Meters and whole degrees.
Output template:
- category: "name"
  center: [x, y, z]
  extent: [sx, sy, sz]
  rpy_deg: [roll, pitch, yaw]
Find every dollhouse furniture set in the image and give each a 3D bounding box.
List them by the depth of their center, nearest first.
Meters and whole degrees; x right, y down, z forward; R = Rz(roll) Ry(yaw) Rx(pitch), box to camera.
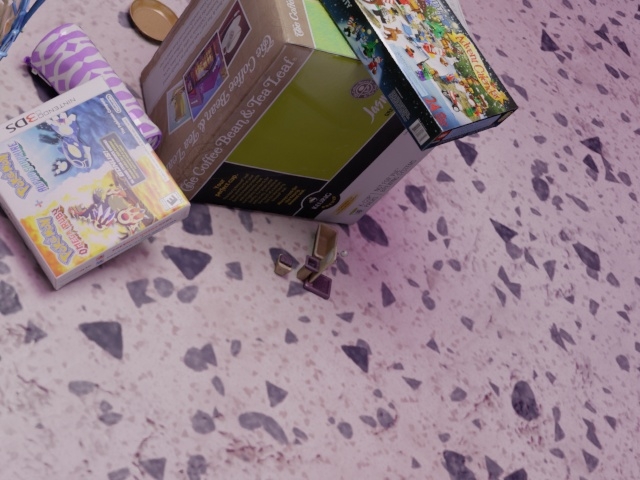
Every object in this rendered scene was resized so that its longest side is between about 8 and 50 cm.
- category: "dollhouse furniture set"
  center: [0.000, 0.000, 1.590]
  extent: [0.091, 0.081, 0.114]
  rpy_deg: [28, 44, -19]

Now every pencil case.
- category: "pencil case"
  center: [-0.293, -0.184, 1.506]
  extent: [0.088, 0.086, 0.206]
  rpy_deg: [-37, 80, -14]

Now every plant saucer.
- category: "plant saucer"
  center: [-0.242, -0.318, 1.704]
  extent: [0.083, 0.015, 0.083]
  rpy_deg: [22, 45, -24]

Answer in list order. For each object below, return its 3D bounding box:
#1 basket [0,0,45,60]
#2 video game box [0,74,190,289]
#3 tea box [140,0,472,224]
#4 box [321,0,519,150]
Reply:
- category: "basket"
  center: [-0.445, -0.303, 1.319]
  extent: [0.255, 0.289, 0.201]
  rpy_deg: [28, 52, -25]
- category: "video game box"
  center: [-0.288, -0.073, 1.393]
  extent: [0.187, 0.048, 0.205]
  rpy_deg: [-32, 78, -20]
- category: "tea box"
  center: [-0.018, -0.209, 1.558]
  extent: [0.323, 0.329, 0.220]
  rpy_deg: [8, 54, -35]
- category: "box"
  center: [0.119, -0.227, 1.402]
  extent: [0.159, 0.044, 0.233]
  rpy_deg: [-22, 75, -44]
